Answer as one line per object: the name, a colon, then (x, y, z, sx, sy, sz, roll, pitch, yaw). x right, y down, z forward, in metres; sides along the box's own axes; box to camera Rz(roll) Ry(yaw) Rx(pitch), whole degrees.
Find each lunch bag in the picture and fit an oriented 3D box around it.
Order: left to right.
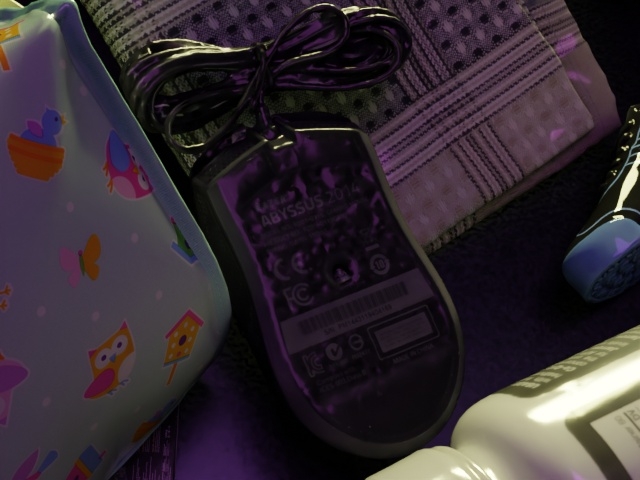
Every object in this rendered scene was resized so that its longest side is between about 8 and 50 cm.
lunch bag: (-0.175, 0.041, 0.577, 0.160, 0.262, 0.223, 11, 47, 39)

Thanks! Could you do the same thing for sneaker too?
sneaker: (0.233, -0.044, 0.800, 0.232, 0.081, 0.090, -33, 64, -30)

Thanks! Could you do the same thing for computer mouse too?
computer mouse: (0.000, 0.000, 0.683, 0.188, 0.072, 0.272, -15, 79, -21)

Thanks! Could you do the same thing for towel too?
towel: (0.032, -0.142, 0.759, 0.324, 0.056, 0.312, -33, 96, -23)

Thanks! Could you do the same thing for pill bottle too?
pill bottle: (0.173, 0.139, 0.628, 0.283, 0.161, 0.161, -21, 65, -20)

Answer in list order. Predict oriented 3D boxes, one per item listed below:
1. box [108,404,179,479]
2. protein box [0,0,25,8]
box: (-0.119, 0.122, 0.674, 0.067, 0.018, 0.083, 3, 59, -7)
protein box: (-0.301, -0.082, 0.697, 0.201, 0.136, 0.200, 34, 60, 12)
